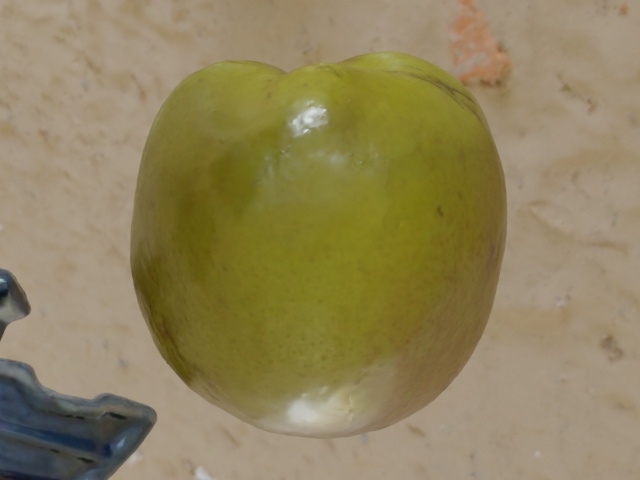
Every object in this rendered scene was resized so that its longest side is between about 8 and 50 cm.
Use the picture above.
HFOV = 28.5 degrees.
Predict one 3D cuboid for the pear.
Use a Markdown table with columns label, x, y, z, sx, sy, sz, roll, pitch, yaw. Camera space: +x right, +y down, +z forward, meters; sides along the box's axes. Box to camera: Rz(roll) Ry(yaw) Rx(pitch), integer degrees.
| label | x | y | z | sx | sy | sz | roll | pitch | yaw |
| --- | --- | --- | --- | --- | --- | --- | --- | --- | --- |
| pear | 0.000 | 0.000 | 0.624 | 0.200 | 0.200 | 0.200 | 27 | 136 | 30 |

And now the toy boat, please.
| label | x | y | z | sx | sy | sz | roll | pitch | yaw |
| --- | --- | --- | --- | --- | --- | --- | --- | --- | --- |
| toy boat | -0.241 | 0.078 | 0.742 | 0.309 | 0.142 | 0.129 | 11 | 151 | 16 |
